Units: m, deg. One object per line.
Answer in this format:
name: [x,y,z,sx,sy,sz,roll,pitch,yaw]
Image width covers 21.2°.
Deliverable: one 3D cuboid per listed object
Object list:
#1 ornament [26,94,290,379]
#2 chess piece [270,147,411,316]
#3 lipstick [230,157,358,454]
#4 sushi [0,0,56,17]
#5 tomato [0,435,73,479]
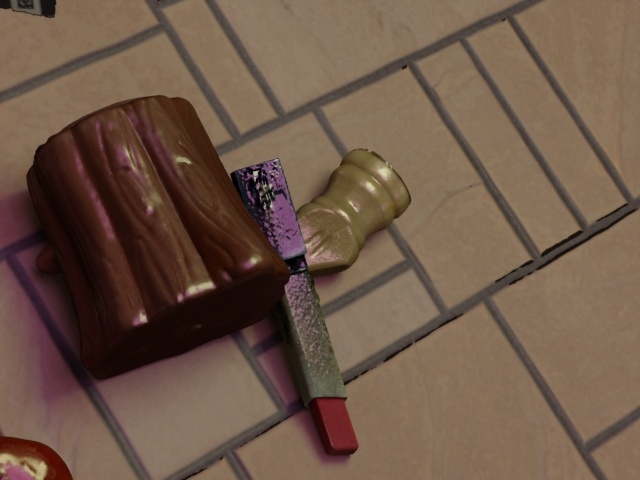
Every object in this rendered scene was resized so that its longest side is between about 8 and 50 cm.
ornament: [-0.159,-0.012,1.660,0.221,0.235,0.217,-7,67,-53]
chess piece: [0.000,0.000,1.798,0.090,0.090,0.200,45,69,-2]
lipstick: [-0.022,0.073,1.730,0.051,0.051,0.312,-17,90,-11]
sushi: [-0.362,-0.314,1.784,0.201,0.031,0.139,6,66,-22]
tomato: [-0.291,0.265,1.500,0.187,0.151,0.187,12,57,-19]
